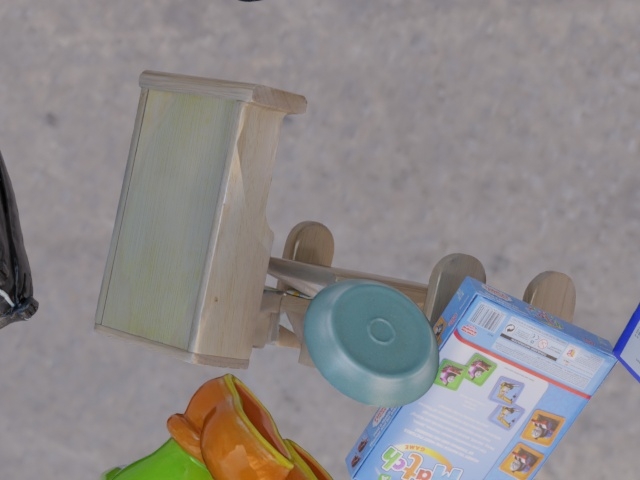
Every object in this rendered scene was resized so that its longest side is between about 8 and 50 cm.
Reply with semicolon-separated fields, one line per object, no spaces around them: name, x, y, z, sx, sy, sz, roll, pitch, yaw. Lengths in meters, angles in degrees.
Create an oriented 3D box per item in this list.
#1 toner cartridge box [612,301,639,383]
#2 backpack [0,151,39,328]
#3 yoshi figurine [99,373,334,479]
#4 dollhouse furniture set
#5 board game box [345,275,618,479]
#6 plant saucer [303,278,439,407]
toner cartridge box;0.418;0.089;1.534;0.165;0.348;0.075;50;133;31
backpack;-0.394;-0.038;1.854;0.191;0.253;0.225;-14;157;7
yoshi figurine;-0.141;0.267;1.201;0.203;0.362;0.203;51;-177;8
dollhouse furniture set;0.000;0.000;1.854;0.394;0.256;0.362;10;-178;-43
board game box;0.144;0.152;1.688;0.160;0.039;0.211;25;109;-22
plant saucer;0.046;0.077;1.516;0.119;0.119;0.021;28;141;-6
